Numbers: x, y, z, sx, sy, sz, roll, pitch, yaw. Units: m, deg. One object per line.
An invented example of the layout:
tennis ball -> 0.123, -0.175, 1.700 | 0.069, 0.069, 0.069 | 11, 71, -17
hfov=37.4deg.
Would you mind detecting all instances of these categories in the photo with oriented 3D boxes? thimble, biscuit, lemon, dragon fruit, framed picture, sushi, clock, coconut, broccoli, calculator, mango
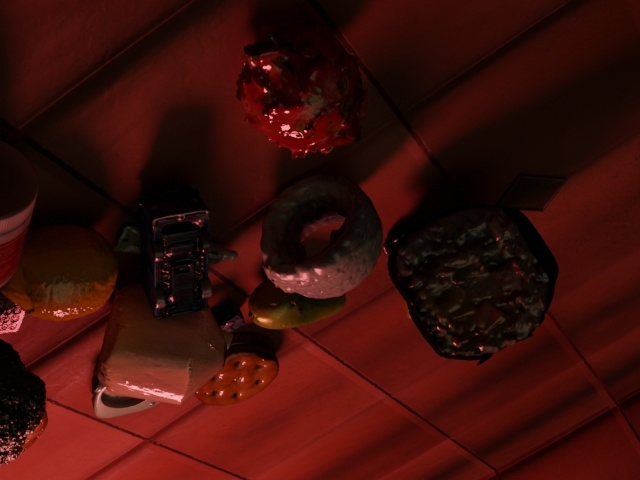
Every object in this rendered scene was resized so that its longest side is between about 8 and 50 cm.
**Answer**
thimble -> 0.000, 0.000, 1.839 | 0.250, 0.205, 0.172 | -43, 150, -4
biscuit -> -0.203, 0.307, 2.228 | 0.220, 0.066, 0.220 | -17, 143, -13
lemon -> -0.454, 0.056, 1.664 | 0.193, 0.180, 0.180 | 19, 129, -18
dragon fruit -> -0.039, -0.251, 1.505 | 0.205, 0.210, 0.268 | -8, 156, 27
framed picture -> 0.480, -0.107, 2.154 | 0.149, 0.011, 0.109 | 2, 137, -33
sushi -> 0.318, 0.074, 2.047 | 0.328, 0.328, 0.285 | -34, -179, 4
clock -> -0.429, 0.309, 2.097 | 0.159, 0.066, 0.211 | -11, 142, -20
coconut -> -0.304, 0.206, 1.867 | 0.244, 0.239, 0.239 | 14, 133, -13
broccoli -> -0.687, 0.317, 1.793 | 0.297, 0.297, 0.297 | 3, 172, -34
calculator -> -0.651, 0.139, 1.779 | 0.190, 0.034, 0.126 | -5, 139, -35
mango -> -0.049, 0.128, 2.055 | 0.233, 0.111, 0.125 | -5, 144, -28

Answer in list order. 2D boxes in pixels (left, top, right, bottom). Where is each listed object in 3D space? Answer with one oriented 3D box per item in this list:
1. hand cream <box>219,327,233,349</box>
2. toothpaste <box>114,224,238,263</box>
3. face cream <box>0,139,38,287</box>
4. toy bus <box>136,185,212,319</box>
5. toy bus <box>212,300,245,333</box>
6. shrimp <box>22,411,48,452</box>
hand cream -> -0.273, 0.187, 2.010 | 0.174, 0.047, 0.076 | 23, 128, -9
toothpaste -> -0.274, 0.013, 1.836 | 0.255, 0.037, 0.067 | 10, 127, -34
face cream -> -0.554, -0.038, 1.462 | 0.201, 0.201, 0.187 | 1, 138, -31
toy bus -> -0.269, 0.017, 1.733 | 0.116, 0.133, 0.234 | -10, 129, -21
toy bus -> -0.243, 0.197, 2.082 | 0.166, 0.047, 0.065 | -32, 146, 11
shrimp -> -0.749, 0.439, 2.081 | 0.290, 0.054, 0.222 | -8, 142, -29
